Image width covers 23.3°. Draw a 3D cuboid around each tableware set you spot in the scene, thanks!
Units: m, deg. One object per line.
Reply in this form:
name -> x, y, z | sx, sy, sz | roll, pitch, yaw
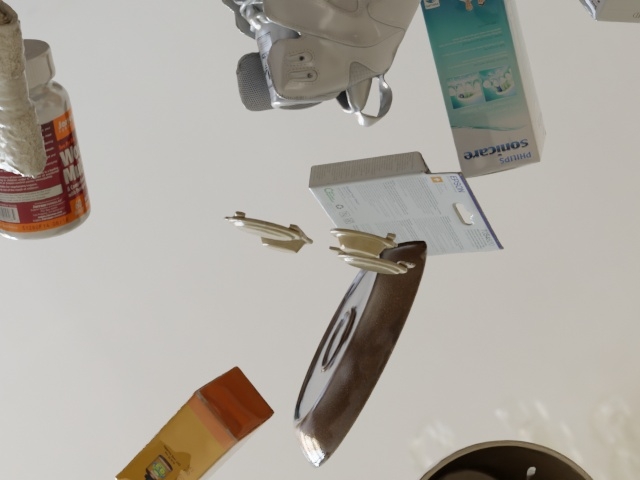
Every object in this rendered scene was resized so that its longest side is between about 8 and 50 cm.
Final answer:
tableware set -> 0.000, 0.000, 1.340 | 0.141, 0.168, 0.020 | 70, 32, -80

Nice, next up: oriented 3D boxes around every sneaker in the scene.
sneaker -> -0.068, -0.240, 1.438 | 0.137, 0.366, 0.210 | 177, -73, -69

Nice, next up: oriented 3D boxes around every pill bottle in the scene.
pill bottle -> -0.352, -0.121, 1.863 | 0.121, 0.221, 0.121 | -6, -154, 3

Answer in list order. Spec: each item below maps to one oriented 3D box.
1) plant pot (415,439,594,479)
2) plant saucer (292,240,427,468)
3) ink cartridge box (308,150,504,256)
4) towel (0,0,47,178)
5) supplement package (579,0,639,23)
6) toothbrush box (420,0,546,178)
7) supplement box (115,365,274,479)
plant pot -> 0.194, 0.349, 1.844 | 0.256, 0.256, 0.274 | -33, -178, -4
plant saucer -> 0.039, 0.130, 1.910 | 0.310, 0.050, 0.310 | -62, -173, 13
ink cartridge box -> 0.125, -0.046, 2.190 | 0.224, 0.045, 0.223 | -4, 149, 21
towel -> -0.377, -0.172, 1.437 | 0.049, 0.282, 0.187 | -52, 154, -35
supplement package -> 0.438, -0.425, 2.076 | 0.139, 0.134, 0.244 | -2, 133, -26
toothbrush box -> 0.248, -0.264, 2.349 | 0.126, 0.295, 0.216 | -13, -167, 13
supplement box -> -0.151, 0.243, 1.828 | 0.080, 0.078, 0.233 | -32, 169, -47
